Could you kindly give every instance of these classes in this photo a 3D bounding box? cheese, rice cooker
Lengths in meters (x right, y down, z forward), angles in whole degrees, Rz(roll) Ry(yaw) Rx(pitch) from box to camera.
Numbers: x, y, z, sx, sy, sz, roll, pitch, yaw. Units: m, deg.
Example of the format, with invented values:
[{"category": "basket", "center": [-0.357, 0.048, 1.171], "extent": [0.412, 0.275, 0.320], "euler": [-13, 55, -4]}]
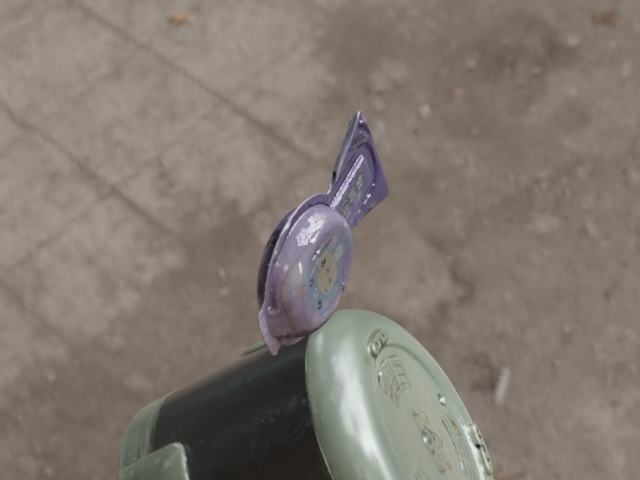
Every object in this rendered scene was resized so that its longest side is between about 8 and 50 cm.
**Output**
[{"category": "cheese", "center": [0.000, 0.000, 1.418], "extent": [0.042, 0.105, 0.191], "euler": [12, 57, 25]}, {"category": "rice cooker", "center": [-0.012, 0.221, 1.644], "extent": [0.277, 0.288, 0.288], "euler": [-28, 41, 23]}]
